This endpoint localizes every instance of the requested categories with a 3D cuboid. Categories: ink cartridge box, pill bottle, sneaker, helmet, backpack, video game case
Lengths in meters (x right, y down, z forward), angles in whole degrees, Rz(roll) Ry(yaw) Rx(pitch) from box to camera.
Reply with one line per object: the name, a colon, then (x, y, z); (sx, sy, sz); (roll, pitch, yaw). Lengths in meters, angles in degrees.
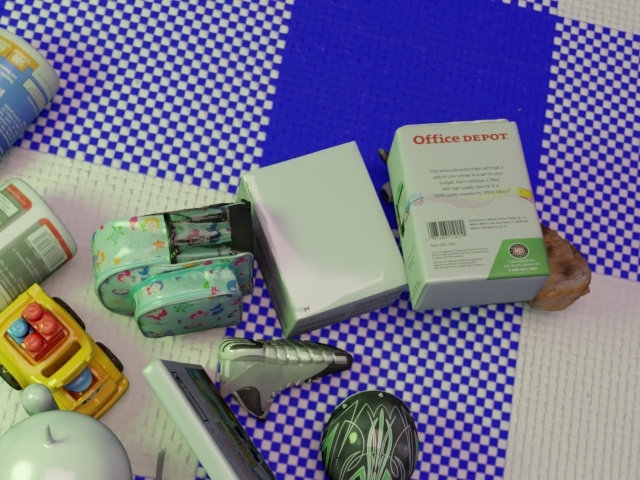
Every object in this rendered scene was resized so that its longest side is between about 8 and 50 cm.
ink cartridge box: (0.230, -0.042, 1.740); (0.201, 0.117, 0.278); (-4, 65, -9)
pill bottle: (-0.538, 0.046, 1.704); (0.283, 0.161, 0.161); (-41, 83, -18)
sneaker: (-0.063, 0.231, 1.778); (0.229, 0.086, 0.132); (6, 96, -20)
helmet: (0.078, 0.325, 1.715); (0.169, 0.161, 0.169); (3, 72, -9)
pill bottle: (-0.566, -0.203, 1.784); (0.152, 0.152, 0.272); (34, 70, 2)
backpack: (-0.232, 0.047, 1.723); (0.254, 0.225, 0.191); (-2, 68, -6)
video game case: (-0.130, 0.322, 1.612); (0.036, 0.300, 0.329); (-35, 80, 0)

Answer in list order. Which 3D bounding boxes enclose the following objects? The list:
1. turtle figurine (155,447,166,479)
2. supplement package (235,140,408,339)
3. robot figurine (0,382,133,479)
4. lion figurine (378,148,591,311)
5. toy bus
turtle figurine: (-0.238, 0.471, 1.604); (0.266, 0.274, 0.198); (-45, 50, -15)
supplement package: (0.000, 0.000, 1.815); (0.204, 0.145, 0.261); (-17, 77, -14)
robot figurine: (-0.363, 0.351, 1.531); (0.200, 0.353, 0.300); (-19, 74, -14)
lion figurine: (0.284, -0.034, 1.877); (0.240, 0.142, 0.392); (-24, 75, -19)
toy bus: (-0.404, 0.173, 1.661); (0.220, 0.211, 0.149); (44, 70, 5)
